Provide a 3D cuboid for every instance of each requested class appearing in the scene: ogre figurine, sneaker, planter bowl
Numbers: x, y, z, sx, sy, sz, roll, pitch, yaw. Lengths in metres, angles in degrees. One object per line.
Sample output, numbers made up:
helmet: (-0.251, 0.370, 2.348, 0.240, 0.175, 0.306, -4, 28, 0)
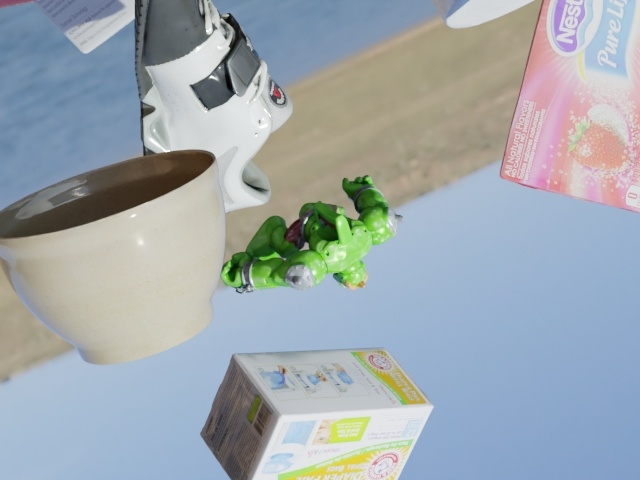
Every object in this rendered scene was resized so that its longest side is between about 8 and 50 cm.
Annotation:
ogre figurine: (0.000, 0.000, 1.797, 0.197, 0.097, 0.118, -12, -161, -29)
sneaker: (-0.100, -0.160, 1.602, 0.146, 0.330, 0.122, -1, -136, -1)
planter bowl: (-0.133, 0.017, 1.165, 0.162, 0.109, 0.162, -15, -165, 4)

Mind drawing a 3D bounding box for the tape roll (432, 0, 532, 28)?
tape roll: (0.229, -0.340, 1.806, 0.286, 0.100, 0.286, -30, 171, -5)

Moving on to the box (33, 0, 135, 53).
box: (-0.216, -0.330, 1.918, 0.182, 0.119, 0.181, -23, -154, 54)

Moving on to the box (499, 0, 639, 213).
box: (0.260, -0.181, 1.487, 0.142, 0.300, 0.154, 15, -173, 8)

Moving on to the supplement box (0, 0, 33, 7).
supplement box: (-0.308, -0.275, 1.483, 0.081, 0.104, 0.188, -20, -146, -41)

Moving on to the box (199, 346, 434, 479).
box: (-0.003, 0.187, 1.794, 0.203, 0.103, 0.114, 0, 125, -37)
